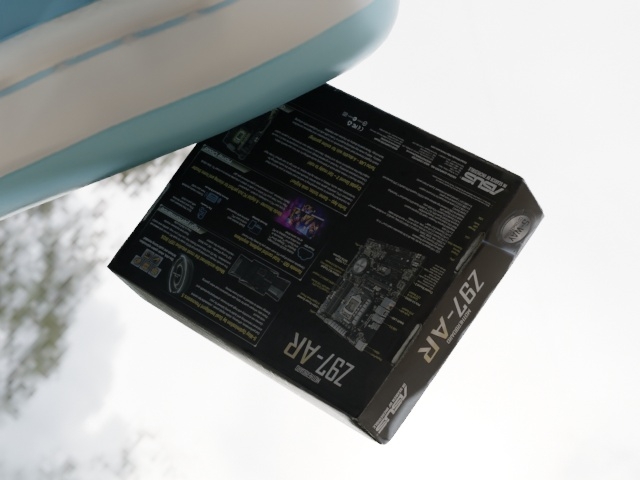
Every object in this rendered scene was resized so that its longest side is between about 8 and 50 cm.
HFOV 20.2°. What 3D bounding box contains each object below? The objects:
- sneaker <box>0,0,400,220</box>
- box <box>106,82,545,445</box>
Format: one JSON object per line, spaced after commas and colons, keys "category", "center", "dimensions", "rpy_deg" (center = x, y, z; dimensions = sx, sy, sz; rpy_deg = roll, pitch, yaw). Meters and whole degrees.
{"category": "sneaker", "center": [-0.131, -0.090, 0.334], "dimensions": [0.127, 0.319, 0.208], "rpy_deg": [6, -64, 45]}
{"category": "box", "center": [0.000, 0.000, 0.419], "dimensions": [0.083, 0.067, 0.018], "rpy_deg": [28, -12, 34]}
